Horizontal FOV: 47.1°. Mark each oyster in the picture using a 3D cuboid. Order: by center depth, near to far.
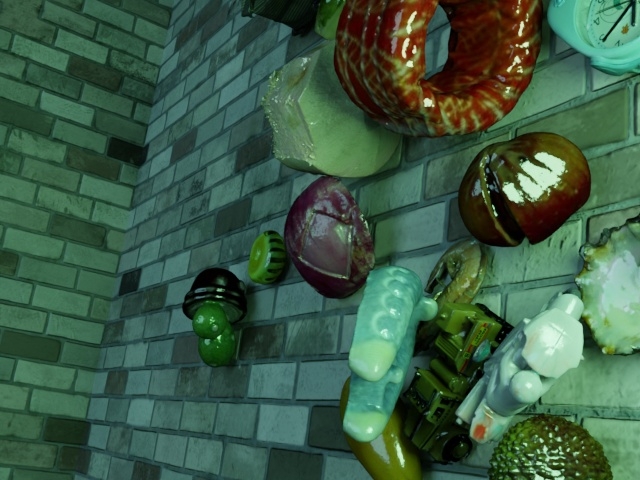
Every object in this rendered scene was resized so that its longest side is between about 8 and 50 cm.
[{"bbox_3d":[0.434,0.051,0.961,0.259,0.092,0.198,136,141,-66],"label":"oyster"}]

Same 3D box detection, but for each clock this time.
[{"bbox_3d":[0.475,-0.352,1.093,0.223,0.094,0.274,-52,38,32],"label":"clock"}]

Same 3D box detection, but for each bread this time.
[{"bbox_3d":[-0.135,0.046,1.905,0.130,0.071,0.139,-37,47,49],"label":"bread"}]

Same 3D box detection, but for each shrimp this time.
[{"bbox_3d":[0.221,0.101,1.328,0.251,0.052,0.143,-55,23,18],"label":"shrimp"}]

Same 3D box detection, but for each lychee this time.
[{"bbox_3d":[0.297,0.310,0.975,0.171,0.171,0.171,-33,48,47],"label":"lychee"}]

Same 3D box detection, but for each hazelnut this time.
[{"bbox_3d":[0.311,-0.086,1.140,0.204,0.178,0.178,-21,56,32],"label":"hazelnut"}]

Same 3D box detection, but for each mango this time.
[{"bbox_3d":[0.109,0.352,1.316,0.138,0.113,0.253,-60,43,41],"label":"mango"}]

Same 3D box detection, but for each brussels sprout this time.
[{"bbox_3d":[0.058,-0.592,1.851,0.145,0.131,0.183,8,77,65],"label":"brussels sprout"}]

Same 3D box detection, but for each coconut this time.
[{"bbox_3d":[0.033,-0.281,1.591,0.309,0.298,0.297,7,81,62],"label":"coconut"}]

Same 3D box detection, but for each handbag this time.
[{"bbox_3d":[-0.087,-0.734,2.046,0.341,0.247,0.240,170,116,-69],"label":"handbag"}]

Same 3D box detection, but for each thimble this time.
[{"bbox_3d":[0.210,-0.352,1.294,0.231,0.350,0.350,25,96,58],"label":"thimble"}]

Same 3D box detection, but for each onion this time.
[{"bbox_3d":[0.000,0.000,1.554,0.250,0.111,0.247,65,150,12],"label":"onion"}]

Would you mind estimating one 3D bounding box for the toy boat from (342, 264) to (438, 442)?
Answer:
[{"bbox_3d":[0.120,0.169,1.194,0.330,0.123,0.215,-64,-22,-61],"label":"toy boat"}]

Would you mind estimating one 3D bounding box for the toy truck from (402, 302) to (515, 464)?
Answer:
[{"bbox_3d":[0.214,0.229,1.194,0.127,0.127,0.257,43,116,56],"label":"toy truck"}]

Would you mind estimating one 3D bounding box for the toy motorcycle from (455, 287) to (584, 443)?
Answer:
[{"bbox_3d":[0.283,0.181,1.030,0.260,0.110,0.171,-57,-6,17],"label":"toy motorcycle"}]

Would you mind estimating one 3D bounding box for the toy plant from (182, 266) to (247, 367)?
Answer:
[{"bbox_3d":[-0.284,0.206,1.974,0.218,0.175,0.235,83,-173,-58],"label":"toy plant"}]
